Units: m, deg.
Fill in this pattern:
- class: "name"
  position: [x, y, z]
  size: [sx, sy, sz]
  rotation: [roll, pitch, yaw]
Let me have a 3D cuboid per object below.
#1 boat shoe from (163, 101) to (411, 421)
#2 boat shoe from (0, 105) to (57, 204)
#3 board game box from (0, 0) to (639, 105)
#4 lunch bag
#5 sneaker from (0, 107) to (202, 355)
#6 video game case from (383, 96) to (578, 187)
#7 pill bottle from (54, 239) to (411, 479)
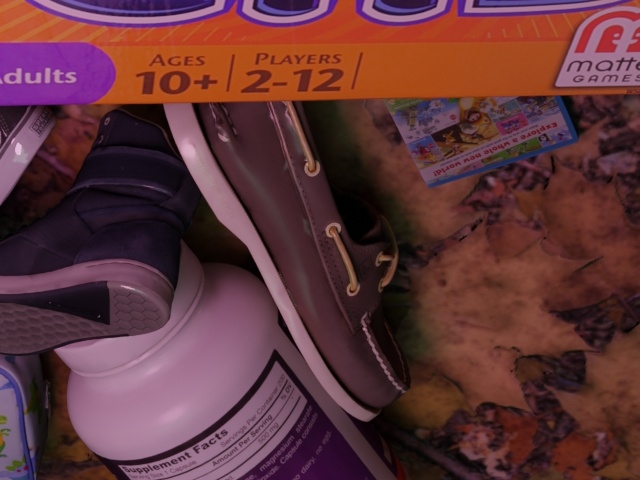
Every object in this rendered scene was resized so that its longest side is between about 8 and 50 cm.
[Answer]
- class: "boat shoe"
  position: [0.000, 0.000, 1.299]
  size: [0.096, 0.117, 0.324]
  rotation: [-26, 120, 8]
- class: "boat shoe"
  position: [-0.284, -0.030, 1.323]
  size: [0.076, 0.080, 0.228]
  rotation: [34, 124, -12]
- class: "board game box"
  position: [-0.002, -0.308, 0.794]
  size: [0.356, 0.356, 0.356]
  rotation: [-2, 147, -11]
- class: "lunch bag"
  position: [-0.332, 0.127, 1.444]
  size: [0.219, 0.090, 0.176]
  rotation: [2, 130, 4]
- class: "sneaker"
  position: [-0.186, -0.007, 1.278]
  size: [0.226, 0.163, 0.086]
  rotation: [-6, 143, 27]
- class: "video game case"
  position: [0.100, -0.118, 1.257]
  size: [0.119, 0.015, 0.166]
  rotation: [-17, 125, 17]
- class: "pill bottle"
  position: [-0.072, 0.144, 1.379]
  size: [0.181, 0.181, 0.323]
  rotation: [-23, 123, 21]
